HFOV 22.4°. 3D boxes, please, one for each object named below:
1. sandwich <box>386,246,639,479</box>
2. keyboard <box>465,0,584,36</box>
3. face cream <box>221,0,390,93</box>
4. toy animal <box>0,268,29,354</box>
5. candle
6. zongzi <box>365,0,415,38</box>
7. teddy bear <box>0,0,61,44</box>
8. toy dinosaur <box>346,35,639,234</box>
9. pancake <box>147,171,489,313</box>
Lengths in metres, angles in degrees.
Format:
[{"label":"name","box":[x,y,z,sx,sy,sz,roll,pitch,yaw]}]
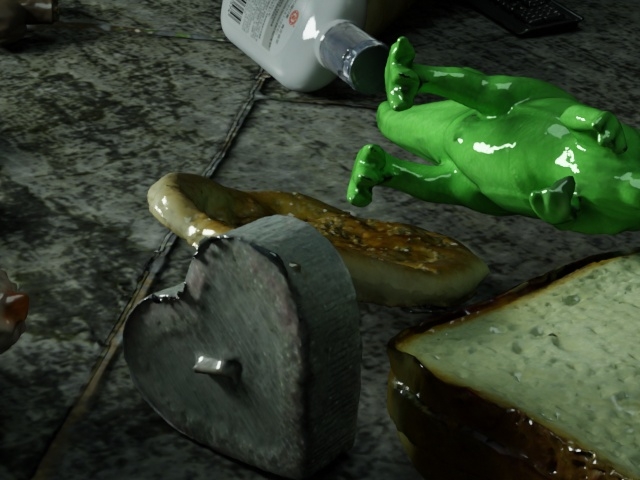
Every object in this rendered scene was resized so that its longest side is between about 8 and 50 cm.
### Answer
[{"label":"sandwich","box":[0.216,0.107,1.096,0.301,0.099,0.271,-20,28,-35]},{"label":"keyboard","box":[0.222,-0.296,1.945,0.093,0.025,0.230,-14,31,-22]},{"label":"face cream","box":[-0.011,-0.229,1.682,0.071,0.144,0.291,18,14,-34]},{"label":"toy animal","box":[-0.363,0.021,1.124,0.358,0.188,0.226,8,34,10]},{"label":"candle","box":[-0.042,0.081,1.089,0.068,0.192,0.168,-29,84,-46]},{"label":"zongzi","box":[-0.039,-0.401,1.895,0.447,0.181,0.418,28,50,15]},{"label":"teddy bear","box":[-0.345,-0.270,1.800,0.119,0.078,0.160,6,27,0]},{"label":"toy dinosaur","box":[0.218,-0.081,1.366,0.374,0.144,0.500,11,11,6]},{"label":"pancake","box":[-0.001,0.001,1.236,0.282,0.049,0.282,13,10,-2]}]
